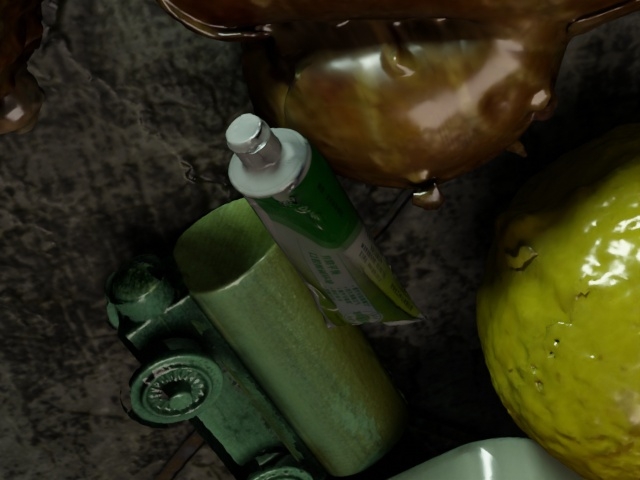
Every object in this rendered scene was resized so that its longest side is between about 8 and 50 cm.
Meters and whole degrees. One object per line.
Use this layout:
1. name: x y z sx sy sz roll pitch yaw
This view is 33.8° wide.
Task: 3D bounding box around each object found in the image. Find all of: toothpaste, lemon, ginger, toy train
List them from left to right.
1. toy train: -0.039 0.108 0.821 0.189 0.126 0.307 -25 130 7
2. toothpaste: 0.000 0.000 0.673 0.078 0.047 0.248 -8 147 19
3. ginger: 0.119 -0.160 0.604 0.418 0.176 0.254 -21 129 15
4. lemon: 0.257 0.058 0.760 0.321 0.268 0.268 27 119 -29

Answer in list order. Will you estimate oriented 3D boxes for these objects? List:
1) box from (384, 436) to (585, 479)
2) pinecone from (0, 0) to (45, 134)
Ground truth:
1. box: 0.157 0.294 0.971 0.373 0.091 0.367 21 140 -35
2. pinecone: -0.255 -0.125 0.504 0.264 0.264 0.264 -7 130 -8
